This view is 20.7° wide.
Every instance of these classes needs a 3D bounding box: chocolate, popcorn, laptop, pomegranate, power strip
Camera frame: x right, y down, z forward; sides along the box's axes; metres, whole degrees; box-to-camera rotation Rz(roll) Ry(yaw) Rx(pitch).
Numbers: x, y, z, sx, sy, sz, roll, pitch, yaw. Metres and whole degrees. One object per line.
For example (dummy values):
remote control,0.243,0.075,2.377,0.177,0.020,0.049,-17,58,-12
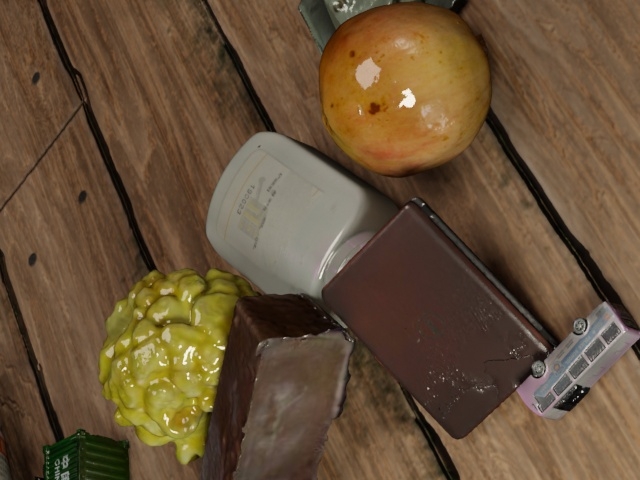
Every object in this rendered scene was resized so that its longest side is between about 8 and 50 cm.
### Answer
chocolate,-0.059,0.199,1.839,0.112,0.112,0.321,-127,43,-51
popcorn,-0.138,0.142,1.952,0.235,0.216,0.181,-59,17,29
laptop,0.116,0.078,1.732,0.207,0.026,0.154,46,116,6
pomegranate,0.089,-0.158,1.814,0.191,0.191,0.191,-19,63,42
power strip,0.051,-0.281,1.986,0.198,0.064,0.213,-48,47,27

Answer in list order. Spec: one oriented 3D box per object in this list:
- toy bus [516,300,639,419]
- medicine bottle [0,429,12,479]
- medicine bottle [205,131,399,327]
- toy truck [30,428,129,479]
toy bus,0.245,0.115,1.658,0.131,0.037,0.052,-49,51,22
medicine bottle,-0.502,0.310,2.269,0.202,0.202,0.316,-41,50,30
medicine bottle,0.000,0.000,1.909,0.296,0.111,0.161,35,101,49
toy truck,-0.293,0.372,2.109,0.121,0.088,0.259,-27,57,39
